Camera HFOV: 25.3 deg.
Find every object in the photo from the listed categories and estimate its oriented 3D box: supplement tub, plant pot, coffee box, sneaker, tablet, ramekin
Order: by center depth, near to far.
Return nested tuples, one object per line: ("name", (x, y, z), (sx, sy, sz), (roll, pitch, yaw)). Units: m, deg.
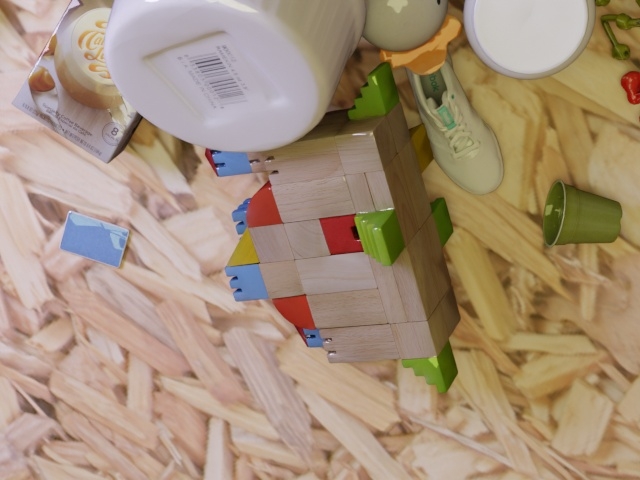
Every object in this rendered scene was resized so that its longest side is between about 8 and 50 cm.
("ramekin", (-0.099, -0.219, 1.535), (0.277, 0.135, 0.277), (10, 145, 7))
("supplement tub", (0.234, -0.258, 1.609), (0.144, 0.200, 0.144), (1, 102, 7))
("sneaker", (0.152, -0.145, 1.698), (0.080, 0.094, 0.212), (-26, 98, 10))
("plant pot", (0.318, -0.027, 1.717), (0.079, 0.083, 0.083), (9, 103, -7))
("coffee box", (-0.245, -0.237, 1.721), (0.141, 0.098, 0.246), (31, 104, -3))
("tablet", (-0.289, -0.002, 1.825), (0.083, 0.006, 0.054), (18, 103, 2))

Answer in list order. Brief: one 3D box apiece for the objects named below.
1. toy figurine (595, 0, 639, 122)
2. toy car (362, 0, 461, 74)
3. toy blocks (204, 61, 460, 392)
("toy figurine", (0.485, -0.220, 1.649), (0.217, 0.191, 0.363), (-24, 91, -19))
("toy car", (0.095, -0.307, 1.607), (0.210, 0.219, 0.238), (-26, 99, 11))
("toy blocks", (0.000, 0.000, 1.704), (0.260, 0.191, 0.381), (-7, 113, 27))
